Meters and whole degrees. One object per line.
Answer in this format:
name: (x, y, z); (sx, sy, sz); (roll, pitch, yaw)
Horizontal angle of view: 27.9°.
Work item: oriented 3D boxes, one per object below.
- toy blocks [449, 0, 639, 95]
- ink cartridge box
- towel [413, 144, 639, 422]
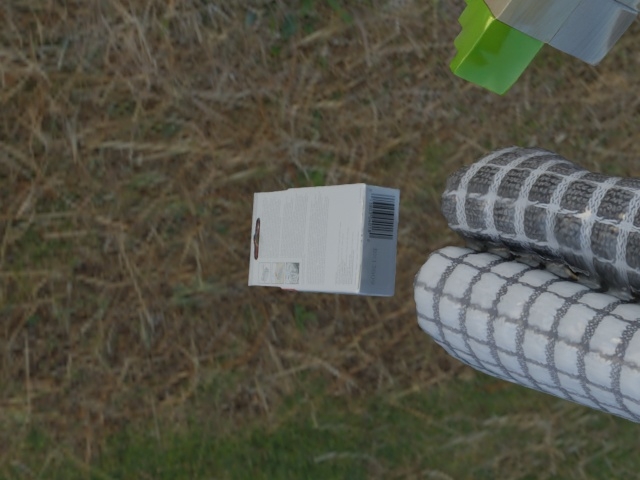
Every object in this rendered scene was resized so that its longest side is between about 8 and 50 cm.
toy blocks: (0.195, -0.318, 0.895); (0.191, 0.261, 0.381); (18, 122, -32)
ink cartridge box: (0.000, 0.000, 0.769); (0.029, 0.115, 0.063); (6, 86, -35)
towel: (0.217, 0.047, 0.641); (0.283, 0.235, 0.121); (22, 86, -47)
